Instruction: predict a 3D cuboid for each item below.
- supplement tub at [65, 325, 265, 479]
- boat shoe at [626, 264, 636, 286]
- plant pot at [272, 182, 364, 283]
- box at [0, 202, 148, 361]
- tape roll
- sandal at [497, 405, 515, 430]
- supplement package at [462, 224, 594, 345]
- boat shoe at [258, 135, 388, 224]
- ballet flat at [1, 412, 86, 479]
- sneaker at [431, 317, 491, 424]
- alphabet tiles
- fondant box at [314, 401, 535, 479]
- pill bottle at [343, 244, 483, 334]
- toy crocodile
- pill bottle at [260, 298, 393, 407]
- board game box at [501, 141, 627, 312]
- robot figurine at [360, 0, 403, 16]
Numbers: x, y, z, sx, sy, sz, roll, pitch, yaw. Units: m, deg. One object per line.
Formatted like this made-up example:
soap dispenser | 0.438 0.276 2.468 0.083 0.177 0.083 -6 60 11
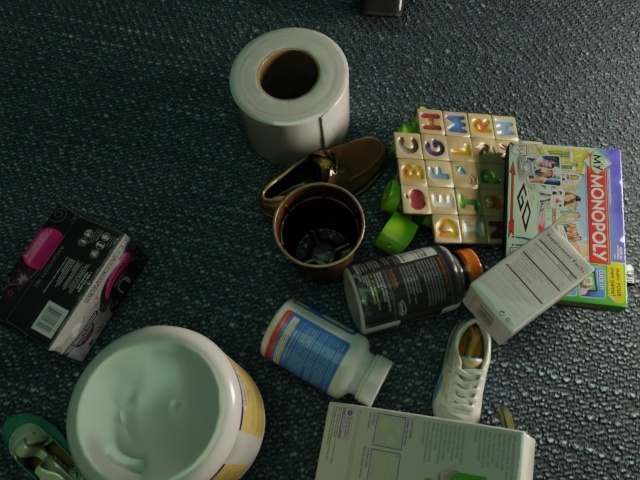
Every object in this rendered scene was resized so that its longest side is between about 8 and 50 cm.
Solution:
supplement tub | -0.218 0.284 0.908 0.240 0.331 0.241 -1 68 3
boat shoe | 0.534 0.077 1.093 0.142 0.049 0.040 -9 68 -2
plant pot | 0.000 0.000 1.097 0.166 0.165 0.167 -1 68 3
box | -0.481 0.084 1.110 0.163 0.142 0.247 24 73 12
tape roll | -0.059 -0.303 1.221 0.245 0.169 0.246 -2 67 4
sandal | 0.274 0.421 0.941 0.086 0.120 0.303 9 69 22
supplement package | 0.349 0.078 0.976 0.179 0.105 0.105 -34 68 -8
boat shoe | 0.014 -0.133 1.181 0.307 0.104 0.111 -34 70 -9
ballet flat | -0.489 0.387 1.018 0.247 0.087 0.083 33 74 16
sneaker | 0.253 0.248 1.020 0.087 0.092 0.229 9 70 6
alphabet tiles | 0.313 -0.129 1.145 0.342 0.011 0.285 1 73 -16
fondant box | 0.152 0.401 0.898 0.330 0.096 0.239 -1 66 32
pill bottle | 0.175 0.084 1.065 0.245 0.130 0.131 -13 68 -8
toy crocodile | 0.188 -0.128 1.176 0.115 0.105 0.341 19 67 -10
pill bottle | 0.013 0.207 1.035 0.221 0.124 0.124 27 73 14
board game box | 0.459 -0.032 1.088 0.213 0.046 0.318 5 70 8
robot figurine | 0.157 -0.663 1.311 0.173 0.278 0.209 -8 23 -30
